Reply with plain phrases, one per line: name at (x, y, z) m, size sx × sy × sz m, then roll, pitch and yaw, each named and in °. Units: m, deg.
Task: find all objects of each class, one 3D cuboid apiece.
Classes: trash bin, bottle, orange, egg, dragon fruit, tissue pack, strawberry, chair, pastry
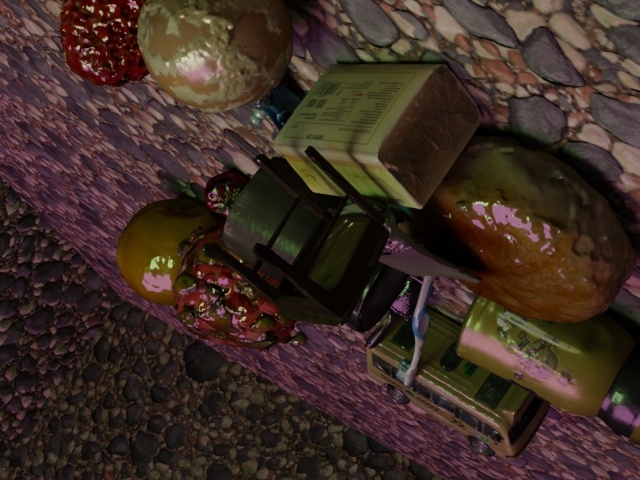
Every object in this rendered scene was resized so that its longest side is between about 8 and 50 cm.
trash bin at (0.000, 0.000, 1.811) m, size 0.302 × 0.203 × 0.252 m, roll 31°, pitch 148°, yaw 19°
bottle at (0.398, 0.186, 1.594) m, size 0.351 × 0.171 × 0.171 m, roll 29°, pitch 162°, yaw 20°
orange at (-0.342, 0.022, 2.425) m, size 0.279 × 0.279 × 0.235 m, roll 21°, pitch 129°, yaw 40°
egg at (-0.141, -0.268, 1.356) m, size 0.203 × 0.203 × 0.245 m, roll 42°, pitch 164°, yaw -22°
dragon fruit at (-0.146, 0.061, 2.170) m, size 0.314 × 0.296 × 0.263 m, roll 13°, pitch 149°, yaw -9°
tissue pack at (0.071, -0.143, 1.353) m, size 0.234 × 0.159 × 0.125 m, roll 12°, pitch 151°, yaw 52°
strawberry at (-0.188, -0.097, 2.095) m, size 0.106 × 0.106 × 0.106 m, roll 32°, pitch 163°, yaw 11°
chair at (0.034, 0.032, 1.330) m, size 0.319 × 0.186 × 0.160 m, roll 38°, pitch 160°, yaw -28°
pastry at (0.265, -0.012, 1.379) m, size 0.330 × 0.136 × 0.329 m, roll 33°, pitch 162°, yaw 12°
strawberry at (-0.310, -0.326, 1.575) m, size 0.234 × 0.178 × 0.234 m, roll 25°, pitch 161°, yaw 9°

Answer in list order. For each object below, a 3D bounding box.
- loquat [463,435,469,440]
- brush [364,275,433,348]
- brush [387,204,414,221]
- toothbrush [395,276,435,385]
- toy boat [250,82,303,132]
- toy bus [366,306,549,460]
loquat at (0.363, 0.380, 2.254) m, size 0.141 × 0.141 × 0.141 m, roll 32°, pitch 163°, yaw 11°
brush at (0.145, 0.146, 2.007) m, size 0.063 × 0.193 × 0.016 m, roll 36°, pitch -153°, yaw 1°
brush at (0.114, -0.084, 1.683) m, size 0.051 × 0.014 × 0.164 m, roll 21°, pitch 157°, yaw 37°
toothbrush at (0.188, 0.144, 1.878) m, size 0.040 × 0.040 × 0.386 m, roll 30°, pitch 139°, yaw 19°
toy boat at (-0.129, -0.236, 1.556) m, size 0.238 × 0.098 × 0.109 m, roll 36°, pitch -170°, yaw -23°
toy bus at (0.275, 0.278, 2.073) m, size 0.365 × 0.177 × 0.202 m, roll 29°, pitch 156°, yaw 24°
